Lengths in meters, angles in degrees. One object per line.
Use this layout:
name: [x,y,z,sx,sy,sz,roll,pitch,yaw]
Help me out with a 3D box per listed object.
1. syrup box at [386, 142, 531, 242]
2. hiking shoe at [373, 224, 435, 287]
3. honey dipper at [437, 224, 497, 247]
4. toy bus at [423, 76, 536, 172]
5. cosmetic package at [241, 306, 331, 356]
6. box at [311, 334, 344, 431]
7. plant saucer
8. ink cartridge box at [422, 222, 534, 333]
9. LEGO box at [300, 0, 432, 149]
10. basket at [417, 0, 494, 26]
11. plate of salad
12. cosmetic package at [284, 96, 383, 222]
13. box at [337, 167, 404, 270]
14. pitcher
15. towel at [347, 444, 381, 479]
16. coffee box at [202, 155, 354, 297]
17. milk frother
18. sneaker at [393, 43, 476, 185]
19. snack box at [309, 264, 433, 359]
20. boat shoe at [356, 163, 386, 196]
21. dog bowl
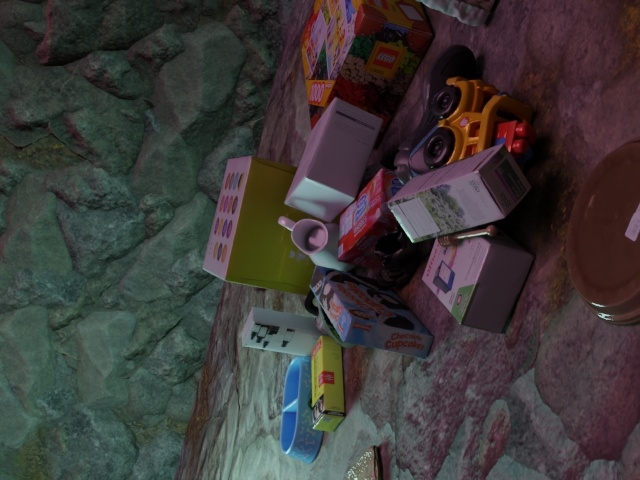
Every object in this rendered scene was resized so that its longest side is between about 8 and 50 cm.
syrup box: [0.235,-0.078,1.494,0.096,0.093,0.237,-43,15,-35]
hiking shoe: [0.160,0.026,1.905,0.227,0.114,0.086,124,154,-50]
honey dipper: [0.253,-0.010,1.478,0.161,0.030,0.030,-14,64,65]
toy bus: [0.312,-0.198,1.571,0.211,0.149,0.220,-10,65,58]
cosmetic package: [-0.081,0.249,2.299,0.060,0.239,0.099,-101,28,-49]
box: [0.017,0.363,2.210,0.087,0.058,0.232,121,156,-47]
plant saucer: [0.430,-0.020,1.214,0.278,0.041,0.277,-166,90,-73]
ink cartridge box: [0.276,0.050,1.559,0.212,0.093,0.154,-118,44,-67]
LEGO box: [0.106,-0.552,2.367,0.500,0.193,0.372,-97,26,-48]
basket: [0.243,-0.682,1.826,0.266,0.331,0.328,-57,26,35]
plate of salad: [0.055,0.159,2.074,0.048,0.200,0.199,-19,53,29]
cosmetic package: [0.030,-0.191,2.131,0.224,0.138,0.224,138,155,-70]
box: [0.142,-0.043,2.001,0.257,0.123,0.128,130,148,-57]
pitcher: [0.000,0.000,2.183,0.178,0.207,0.125,32,94,34]
towel: [0.094,0.526,1.901,0.110,0.027,0.148,-93,23,-44]
coffee box: [-0.106,-0.035,2.418,0.334,0.338,0.337,-167,90,-72]
milk frother: [0.044,0.148,2.255,0.143,0.129,0.134,-24,-37,-54]
sneaker: [0.272,-0.253,1.765,0.140,0.125,0.340,-1,63,47]
snack box: [0.102,0.150,1.877,0.322,0.187,0.060,-127,53,-68]
boat shoe: [0.131,-0.146,2.156,0.277,0.098,0.096,-162,84,-74]
dog bowl: [-0.049,0.447,2.337,0.166,0.074,0.297,131,148,-57]
